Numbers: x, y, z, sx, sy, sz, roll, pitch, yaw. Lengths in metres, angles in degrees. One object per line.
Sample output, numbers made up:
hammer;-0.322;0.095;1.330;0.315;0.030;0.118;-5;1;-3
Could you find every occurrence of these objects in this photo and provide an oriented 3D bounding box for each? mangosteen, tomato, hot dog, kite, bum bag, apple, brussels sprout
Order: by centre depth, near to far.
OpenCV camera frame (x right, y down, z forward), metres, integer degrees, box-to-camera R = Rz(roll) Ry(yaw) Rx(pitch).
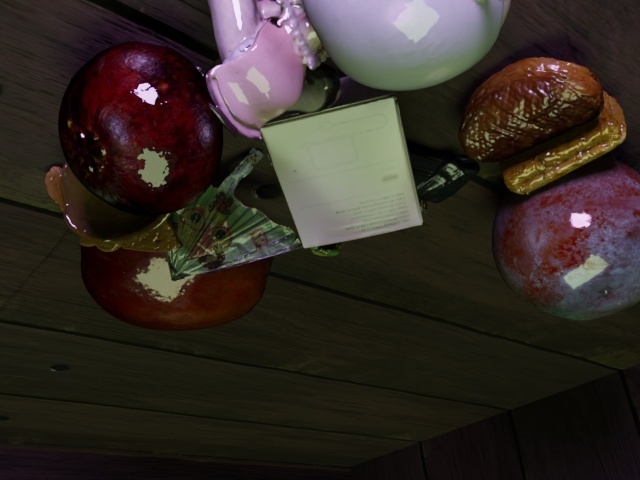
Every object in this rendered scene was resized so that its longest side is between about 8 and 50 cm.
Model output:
mangosteen;-0.222;-0.165;0.944;0.261;0.235;0.235;-37;177;-45
hot dog;0.321;-0.200;1.061;0.226;0.099;0.160;-25;145;31
kite;-0.179;-0.042;1.159;0.322;0.013;0.268;31;96;-16
bum bag;0.162;-0.119;1.206;0.248;0.060;0.123;13;139;-31
tomato;0.480;-0.005;1.268;0.316;0.283;0.317;-1;138;-1
apple;-0.280;0.039;1.334;0.364;0.295;0.328;7;-175;-20
brussels sprout;0.000;0.000;1.372;0.058;0.085;0.085;-27;145;19

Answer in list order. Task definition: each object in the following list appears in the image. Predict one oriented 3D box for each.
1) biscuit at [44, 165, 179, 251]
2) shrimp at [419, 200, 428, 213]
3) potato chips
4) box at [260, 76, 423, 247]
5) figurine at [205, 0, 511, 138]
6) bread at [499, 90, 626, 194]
biscuit;-0.343;-0.051;1.132;0.250;0.035;0.163;30;108;5
shrimp;0.178;-0.077;1.317;0.038;0.029;0.092;-12;145;25
potato chips;-0.309;-0.086;1.075;0.208;0.195;0.062;-54;173;11
box;0.038;-0.121;1.064;0.203;0.106;0.252;-13;128;9
figurine;0.049;-0.258;0.795;0.361;0.211;0.253;-20;147;24
bread;0.400;-0.161;1.138;0.211;0.114;0.083;-30;127;35
